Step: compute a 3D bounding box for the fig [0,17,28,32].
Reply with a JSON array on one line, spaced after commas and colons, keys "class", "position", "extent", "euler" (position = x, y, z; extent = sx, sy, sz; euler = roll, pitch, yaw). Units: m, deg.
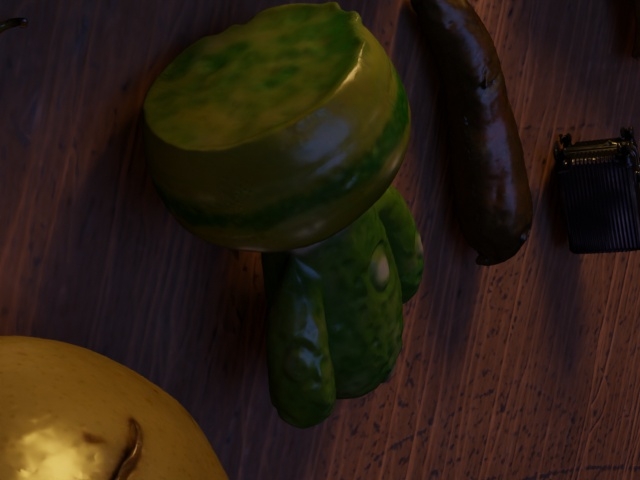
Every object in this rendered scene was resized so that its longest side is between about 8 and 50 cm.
[{"class": "fig", "position": [-0.217, -0.124, 0.713], "extent": [0.083, 0.050, 0.050], "euler": [-35, 121, -49]}]

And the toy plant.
[{"class": "toy plant", "position": [0.000, 0.000, 0.862], "extent": [0.224, 0.185, 0.315], "euler": [-65, 145, -36]}]

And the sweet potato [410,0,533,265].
[{"class": "sweet potato", "position": [0.140, -0.107, 1.029], "extent": [0.075, 0.075, 0.273], "euler": [-30, 115, -35]}]

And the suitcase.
[{"class": "suitcase", "position": [0.282, -0.047, 1.157], "extent": [0.059, 0.086, 0.126], "euler": [-54, 134, -56]}]

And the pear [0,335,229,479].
[{"class": "pear", "position": [-0.181, 0.203, 0.646], "extent": [0.309, 0.309, 0.309], "euler": [-10, 105, -41]}]

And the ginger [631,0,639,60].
[{"class": "ginger", "position": [0.319, -0.365, 1.139], "extent": [0.375, 0.166, 0.236], "euler": [75, 13, -48]}]
